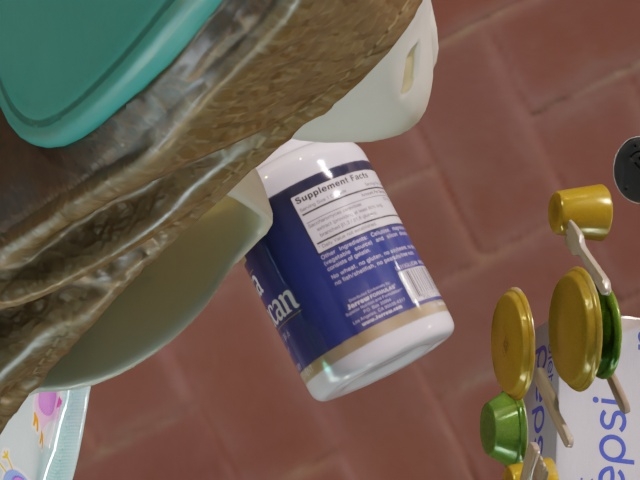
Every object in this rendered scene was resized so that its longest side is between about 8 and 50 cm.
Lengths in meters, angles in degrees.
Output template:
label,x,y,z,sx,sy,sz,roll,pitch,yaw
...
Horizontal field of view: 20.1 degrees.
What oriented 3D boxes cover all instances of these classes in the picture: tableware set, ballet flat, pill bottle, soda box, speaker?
label,x,y,z,sx,sy,sz,roll,pitch,yaw
tableware set,0.096,0.049,0.735,0.024,0.104,0.154,-1,123,-13
ballet flat,-0.050,-0.030,0.451,0.124,0.116,0.342,11,135,-41
pill bottle,0.000,0.000,1.054,0.094,0.094,0.169,-27,79,-4
soda box,0.202,0.202,1.356,0.091,0.098,0.286,8,72,-10
speaker,0.297,-0.058,1.460,0.136,0.055,0.055,-4,99,-47

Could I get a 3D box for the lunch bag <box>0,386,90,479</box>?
label,x,y,z,sx,sy,sz,roll,pitch,yaw
lunch bag,-0.216,0.119,0.652,0.160,0.223,0.262,39,46,-43
